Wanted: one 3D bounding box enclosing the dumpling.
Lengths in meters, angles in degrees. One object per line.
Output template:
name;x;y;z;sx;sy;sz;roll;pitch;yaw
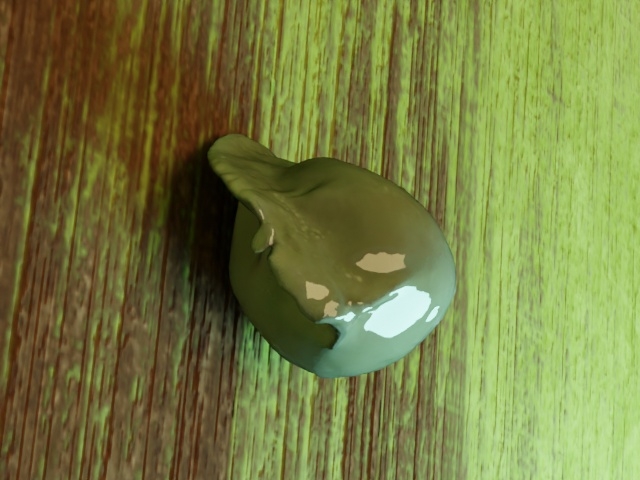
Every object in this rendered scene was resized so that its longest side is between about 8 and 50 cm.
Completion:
dumpling;-0.002;0.002;0.945;0.111;0.181;0.155;-34;82;-18
